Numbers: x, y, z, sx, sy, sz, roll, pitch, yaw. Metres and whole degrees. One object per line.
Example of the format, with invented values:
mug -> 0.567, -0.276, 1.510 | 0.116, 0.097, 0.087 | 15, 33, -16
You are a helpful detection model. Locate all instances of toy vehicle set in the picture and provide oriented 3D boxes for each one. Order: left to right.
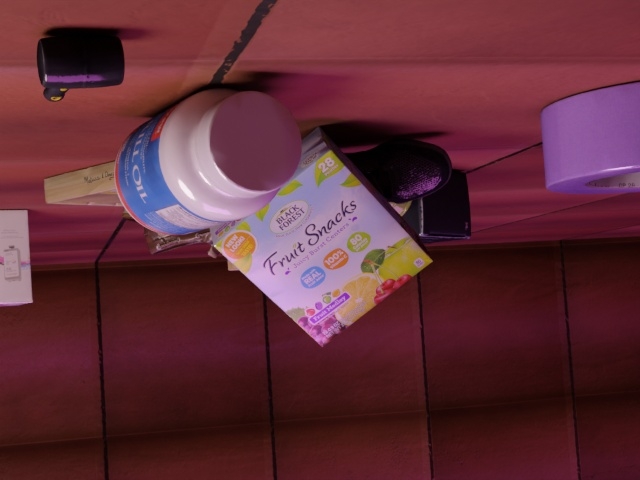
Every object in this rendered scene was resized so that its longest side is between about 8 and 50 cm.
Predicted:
toy vehicle set -> -0.226, -0.079, 1.505 | 0.267, 0.035, 0.166 | -8, 174, 44

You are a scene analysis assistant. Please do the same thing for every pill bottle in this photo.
pill bottle -> -0.106, -0.076, 1.068 | 0.124, 0.124, 0.221 | -1, 174, -28

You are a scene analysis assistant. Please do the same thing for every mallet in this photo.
mallet -> -0.191, -0.131, 0.894 | 0.062, 0.039, 0.189 | -5, -179, -13

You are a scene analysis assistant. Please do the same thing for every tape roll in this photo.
tape roll -> 0.385, -0.112, 1.242 | 0.275, 0.090, 0.275 | -4, 175, 0

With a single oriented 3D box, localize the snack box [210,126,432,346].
snack box -> 0.000, 0.000, 1.311 | 0.174, 0.207, 0.070 | -39, -149, 10

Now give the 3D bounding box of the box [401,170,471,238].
box -> 0.108, -0.047, 1.748 | 0.207, 0.108, 0.153 | -7, 174, 34

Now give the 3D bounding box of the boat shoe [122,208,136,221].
boat shoe -> -0.276, -0.048, 1.815 | 0.050, 0.045, 0.135 | 6, 175, 11

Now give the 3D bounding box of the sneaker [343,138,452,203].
sneaker -> 0.045, -0.064, 1.375 | 0.227, 0.087, 0.130 | -1, -152, 12

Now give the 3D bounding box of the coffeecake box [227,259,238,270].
coffeecake box -> -0.043, -0.032, 1.585 | 0.185, 0.142, 0.068 | 0, 175, -44

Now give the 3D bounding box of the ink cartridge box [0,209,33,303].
ink cartridge box -> -0.535, 0.052, 1.915 | 0.067, 0.198, 0.115 | -1, 176, -26

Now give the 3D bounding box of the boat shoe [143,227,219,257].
boat shoe -> -0.186, -0.016, 1.997 | 0.257, 0.095, 0.095 | -4, 176, 9

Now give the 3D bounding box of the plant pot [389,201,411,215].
plant pot -> 0.078, -0.077, 1.601 | 0.079, 0.083, 0.083 | 16, 165, -36
